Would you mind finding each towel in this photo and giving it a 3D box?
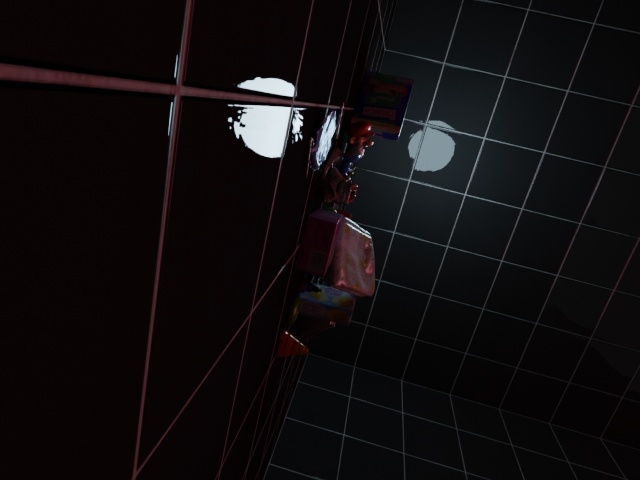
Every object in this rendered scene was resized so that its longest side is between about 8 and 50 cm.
[{"bbox_3d":[0.148,0.084,2.005,0.375,0.090,0.320,26,60,-54],"label":"towel"},{"bbox_3d":[-0.001,0.360,2.281,0.317,0.053,0.331,-33,-153,41],"label":"towel"}]

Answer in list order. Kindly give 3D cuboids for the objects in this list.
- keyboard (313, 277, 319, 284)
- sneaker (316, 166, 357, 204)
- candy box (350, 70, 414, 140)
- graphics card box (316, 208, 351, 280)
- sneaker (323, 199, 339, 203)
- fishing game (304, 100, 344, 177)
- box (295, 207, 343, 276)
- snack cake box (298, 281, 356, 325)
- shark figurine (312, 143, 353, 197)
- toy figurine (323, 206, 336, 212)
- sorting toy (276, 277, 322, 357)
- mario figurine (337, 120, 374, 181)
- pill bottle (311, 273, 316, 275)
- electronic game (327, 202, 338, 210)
[{"bbox_3d":[-0.038,0.304,2.574,0.108,0.023,0.180,-57,-168,34],"label":"keyboard"},{"bbox_3d":[0.080,-0.224,1.758,0.270,0.145,0.090,-66,170,-62],"label":"sneaker"},{"bbox_3d":[0.325,-0.717,2.290,0.122,0.269,0.316,71,34,-75],"label":"candy box"},{"bbox_3d":[0.058,0.032,2.358,0.370,0.094,0.232,104,13,-53],"label":"graphics card box"},{"bbox_3d":[0.087,-0.212,2.007,0.300,0.122,0.110,-56,161,-75],"label":"sneaker"},{"bbox_3d":[0.003,-0.302,1.296,0.189,0.041,0.264,99,16,-48],"label":"fishing game"},{"bbox_3d":[0.000,0.000,1.704,0.243,0.118,0.213,-56,160,-77],"label":"box"},{"bbox_3d":[0.029,0.299,2.067,0.152,0.265,0.089,-68,170,-57],"label":"snack cake box"},{"bbox_3d":[0.057,-0.282,1.542,0.278,0.116,0.166,-71,173,-55],"label":"shark figurine"},{"bbox_3d":[0.028,-0.047,2.039,0.159,0.130,0.173,-58,143,-42],"label":"toy figurine"},{"bbox_3d":[-0.076,0.335,1.828,0.127,0.126,0.365,96,11,-60],"label":"sorting toy"},{"bbox_3d":[0.185,-0.432,2.113,0.198,0.170,0.320,63,-35,40],"label":"mario figurine"},{"bbox_3d":[-0.008,0.114,2.011,0.193,0.108,0.108,59,46,-83],"label":"pill bottle"},{"bbox_3d":[0.074,-0.192,2.347,0.229,0.048,0.229,15,90,-85],"label":"electronic game"}]
